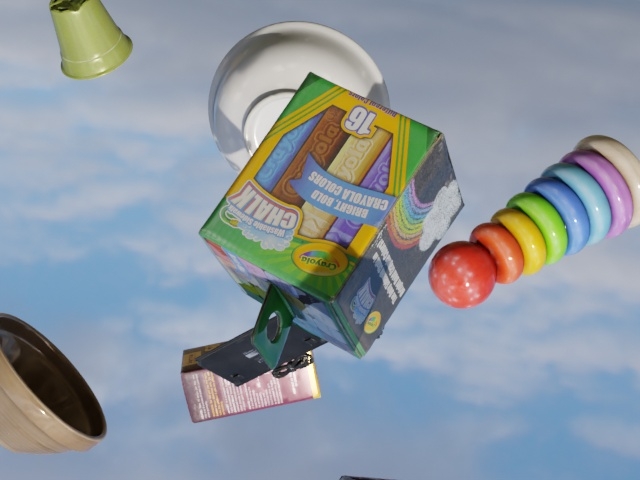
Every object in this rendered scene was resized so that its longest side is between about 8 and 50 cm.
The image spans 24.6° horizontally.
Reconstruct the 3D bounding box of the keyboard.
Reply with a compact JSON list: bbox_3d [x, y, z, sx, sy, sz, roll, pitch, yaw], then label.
[{"bbox_3d":[-0.066,0.141,1.868,0.108,0.180,0.023,33,-133,-31],"label":"keyboard"}]

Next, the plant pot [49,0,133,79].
[{"bbox_3d":[-0.255,-0.229,1.578,0.083,0.079,0.083,-11,-138,11],"label":"plant pot"}]

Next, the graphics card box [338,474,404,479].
[{"bbox_3d":[-0.001,0.371,1.236,0.094,0.371,0.233,40,160,-16],"label":"graphics card box"}]

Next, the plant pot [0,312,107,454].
[{"bbox_3d":[-0.425,0.226,2.104,0.237,0.110,0.237,49,-173,-8],"label":"plant pot"}]

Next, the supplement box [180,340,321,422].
[{"bbox_3d":[-0.100,0.190,2.097,0.188,0.080,0.104,-12,-165,-1],"label":"supplement box"}]

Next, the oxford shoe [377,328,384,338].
[{"bbox_3d":[0.070,0.080,2.507,0.096,0.082,0.227,-11,-146,28],"label":"oxford shoe"}]

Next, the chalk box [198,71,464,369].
[{"bbox_3d":[0.000,0.000,1.607,0.179,0.289,0.180,29,164,24],"label":"chalk box"}]

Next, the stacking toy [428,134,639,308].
[{"bbox_3d":[0.283,-0.011,1.951,0.330,0.141,0.141,-31,-144,-25],"label":"stacking toy"}]

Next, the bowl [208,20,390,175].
[{"bbox_3d":[-0.042,-0.182,2.287,0.298,0.297,0.134,10,-157,3],"label":"bowl"}]
